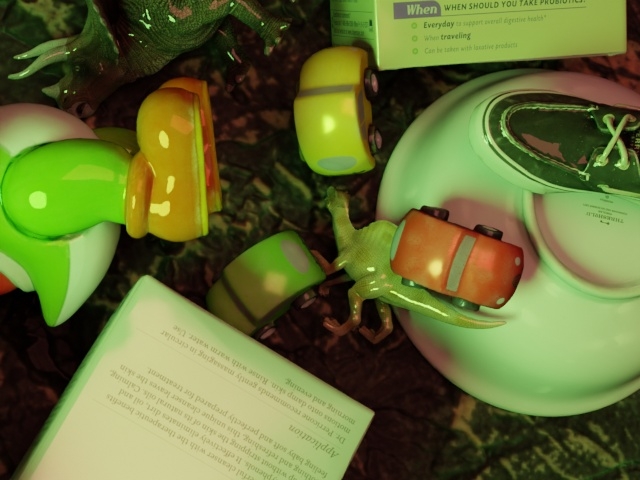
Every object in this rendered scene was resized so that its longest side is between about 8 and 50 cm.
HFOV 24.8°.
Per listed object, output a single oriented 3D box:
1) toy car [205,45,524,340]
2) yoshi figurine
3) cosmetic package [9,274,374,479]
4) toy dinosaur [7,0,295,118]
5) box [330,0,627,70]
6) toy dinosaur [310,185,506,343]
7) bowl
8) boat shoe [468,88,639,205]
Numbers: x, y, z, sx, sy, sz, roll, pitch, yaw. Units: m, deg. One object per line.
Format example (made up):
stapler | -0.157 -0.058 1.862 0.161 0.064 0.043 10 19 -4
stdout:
toy car | 0.000 0.000 1.078 0.225 0.053 0.239 -39 76 14
yoshi figurine | -0.257 -0.071 1.004 0.362 0.203 0.203 -7 51 1
cosmetic package | -0.141 0.232 0.995 0.197 0.155 0.365 33 73 -6
toy dinosaur | -0.092 -0.222 1.124 0.160 0.121 0.313 31 75 -14
box | 0.120 -0.263 1.152 0.213 0.117 0.243 -6 102 -16
toy dinosaur | 0.045 0.034 1.108 0.183 0.053 0.092 43 114 24
bowl | 0.203 -0.013 1.153 0.298 0.134 0.298 3 78 -15
boat shoe | 0.218 -0.068 1.060 0.219 0.070 0.078 13 76 -12
